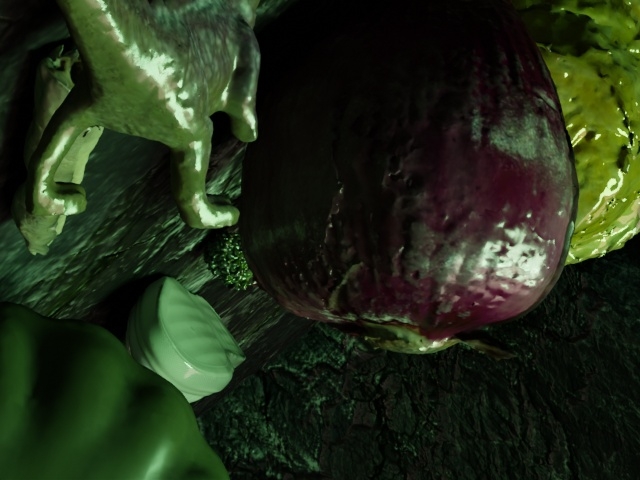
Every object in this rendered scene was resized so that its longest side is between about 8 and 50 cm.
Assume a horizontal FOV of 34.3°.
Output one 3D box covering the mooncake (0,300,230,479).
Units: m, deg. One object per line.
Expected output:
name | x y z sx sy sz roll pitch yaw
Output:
mooncake | -0.230 0.227 0.707 0.351 0.351 0.187 -36 -178 -29

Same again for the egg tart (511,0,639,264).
egg tart | 0.174 -0.091 0.861 0.295 0.295 0.116 -44 -169 21

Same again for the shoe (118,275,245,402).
shoe | -0.184 0.138 1.129 0.160 0.132 0.363 -36 176 -1

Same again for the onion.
onion | 0.045 -0.096 0.751 0.267 0.348 0.159 -3 169 45

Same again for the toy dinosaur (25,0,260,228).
toy dinosaur | -0.083 -0.094 0.460 0.251 0.072 0.199 -16 128 -51

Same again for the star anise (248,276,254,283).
star anise | 0.002 0.001 1.284 0.198 0.110 0.257 -18 166 27

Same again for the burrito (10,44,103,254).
burrito | -0.151 -0.045 0.586 0.185 0.041 0.045 127 -27 -53

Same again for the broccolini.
broccolini | -0.019 0.021 1.126 0.216 0.058 0.067 3 131 -24
